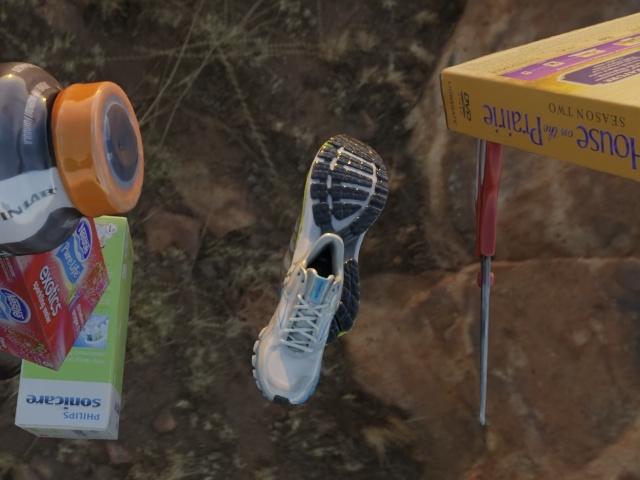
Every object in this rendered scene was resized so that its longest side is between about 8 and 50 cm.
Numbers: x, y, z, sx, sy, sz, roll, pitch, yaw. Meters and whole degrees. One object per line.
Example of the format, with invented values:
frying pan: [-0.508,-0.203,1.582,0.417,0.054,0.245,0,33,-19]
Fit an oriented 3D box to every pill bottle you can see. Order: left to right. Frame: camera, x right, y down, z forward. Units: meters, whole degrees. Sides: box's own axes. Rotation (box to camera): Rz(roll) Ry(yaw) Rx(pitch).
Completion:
pill bottle: [-0.247,-0.049,0.704,0.246,0.130,0.130,-6,75,11]

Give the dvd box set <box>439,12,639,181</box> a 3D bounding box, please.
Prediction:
dvd box set: [0.332,-0.115,0.786,0.308,0.420,0.062,-19,112,-23]

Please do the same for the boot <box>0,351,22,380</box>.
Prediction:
boot: [-0.525,0.125,1.697,0.096,0.264,0.280,38,28,-24]

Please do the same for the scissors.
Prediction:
scissors: [0.159,0.019,1.002,0.021,0.109,0.297,1,94,1]

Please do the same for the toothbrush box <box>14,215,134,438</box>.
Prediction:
toothbrush box: [-0.331,0.124,1.440,0.122,0.206,0.283,3,76,-6]

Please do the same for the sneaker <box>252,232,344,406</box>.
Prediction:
sneaker: [-0.017,0.071,1.039,0.071,0.083,0.190,18,56,-6]

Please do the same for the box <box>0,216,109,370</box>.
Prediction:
box: [-0.312,0.006,1.069,0.123,0.257,0.128,17,55,11]

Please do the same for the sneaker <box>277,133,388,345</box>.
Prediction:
sneaker: [0.000,0.000,1.332,0.111,0.121,0.300,25,64,-16]
